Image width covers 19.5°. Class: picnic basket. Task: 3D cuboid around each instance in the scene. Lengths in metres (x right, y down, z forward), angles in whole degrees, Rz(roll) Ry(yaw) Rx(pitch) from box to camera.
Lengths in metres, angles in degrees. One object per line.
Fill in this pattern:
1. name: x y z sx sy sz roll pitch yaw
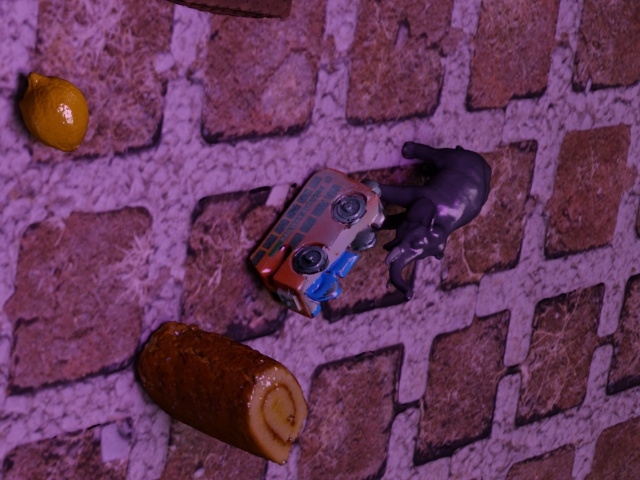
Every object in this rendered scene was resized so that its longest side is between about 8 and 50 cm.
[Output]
1. picnic basket: -0.093 -0.293 1.991 0.193 0.055 0.110 0 105 -53

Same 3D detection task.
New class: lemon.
1. lemon: -0.263 -0.129 1.844 0.065 0.065 0.092 -43 117 -31

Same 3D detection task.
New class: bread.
1. bread: -0.107 0.165 2.075 0.103 0.172 0.132 -54 141 -20

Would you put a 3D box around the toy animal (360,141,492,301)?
1. toy animal: 0.117 -0.032 2.299 0.269 0.137 0.082 -52 142 -35

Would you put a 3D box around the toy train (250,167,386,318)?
1. toy train: 0.000 0.000 2.198 0.188 0.099 0.072 -54 142 -22
